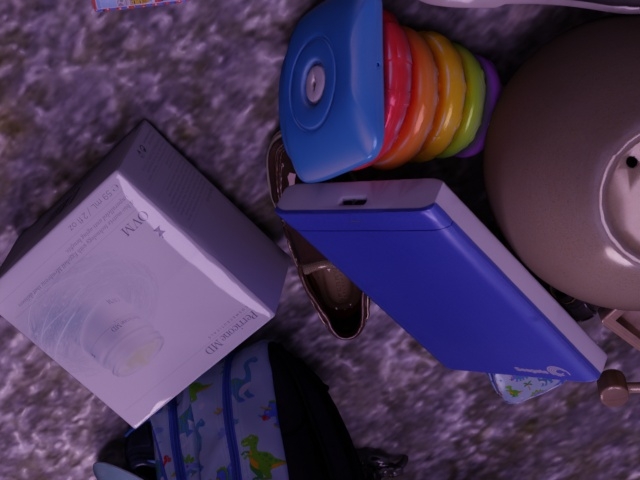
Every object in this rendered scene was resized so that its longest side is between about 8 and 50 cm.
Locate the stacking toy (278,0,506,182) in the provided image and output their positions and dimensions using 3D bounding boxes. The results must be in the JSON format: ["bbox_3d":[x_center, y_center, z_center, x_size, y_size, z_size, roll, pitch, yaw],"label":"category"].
[{"bbox_3d":[0.123,-0.141,1.279,0.302,0.175,0.166,3,171,-29],"label":"stacking toy"}]

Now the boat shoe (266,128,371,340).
[{"bbox_3d":[0.008,-0.002,1.387,0.095,0.095,0.257,-16,123,9],"label":"boat shoe"}]

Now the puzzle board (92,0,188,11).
[{"bbox_3d":[-0.186,-0.285,1.241,0.096,0.011,0.128,-7,124,3],"label":"puzzle board"}]

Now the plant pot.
[{"bbox_3d":[0.297,-0.056,1.146,0.284,0.191,0.284,0,103,2],"label":"plant pot"}]

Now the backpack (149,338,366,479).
[{"bbox_3d":[-0.057,0.281,1.427,0.273,0.355,0.290,-16,146,23],"label":"backpack"}]

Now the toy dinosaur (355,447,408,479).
[{"bbox_3d":[0.066,0.387,1.580,0.322,0.218,0.164,2,123,-4],"label":"toy dinosaur"}]

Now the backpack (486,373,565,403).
[{"bbox_3d":[0.233,0.125,1.487,0.105,0.084,0.114,-25,119,12],"label":"backpack"}]

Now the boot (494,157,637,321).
[{"bbox_3d":[0.262,-0.020,1.340,0.229,0.091,0.263,-20,104,28],"label":"boot"}]

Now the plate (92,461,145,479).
[{"bbox_3d":[-0.212,0.341,1.590,0.188,0.024,0.188,27,152,16],"label":"plate"}]

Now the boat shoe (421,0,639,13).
[{"bbox_3d":[0.246,-0.277,1.198,0.335,0.112,0.095,-1,129,4],"label":"boat shoe"}]

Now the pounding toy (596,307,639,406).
[{"bbox_3d":[0.387,0.096,1.463,0.181,0.094,0.206,34,115,-23],"label":"pounding toy"}]

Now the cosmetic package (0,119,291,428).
[{"bbox_3d":[-0.192,0.039,1.365,0.225,0.138,0.224,43,114,-17],"label":"cosmetic package"}]

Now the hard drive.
[{"bbox_3d":[0.126,0.045,1.310,0.210,0.040,0.319,0,147,45],"label":"hard drive"}]

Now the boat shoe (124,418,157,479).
[{"bbox_3d":[-0.147,0.326,1.610,0.258,0.089,0.109,31,118,-20],"label":"boat shoe"}]
